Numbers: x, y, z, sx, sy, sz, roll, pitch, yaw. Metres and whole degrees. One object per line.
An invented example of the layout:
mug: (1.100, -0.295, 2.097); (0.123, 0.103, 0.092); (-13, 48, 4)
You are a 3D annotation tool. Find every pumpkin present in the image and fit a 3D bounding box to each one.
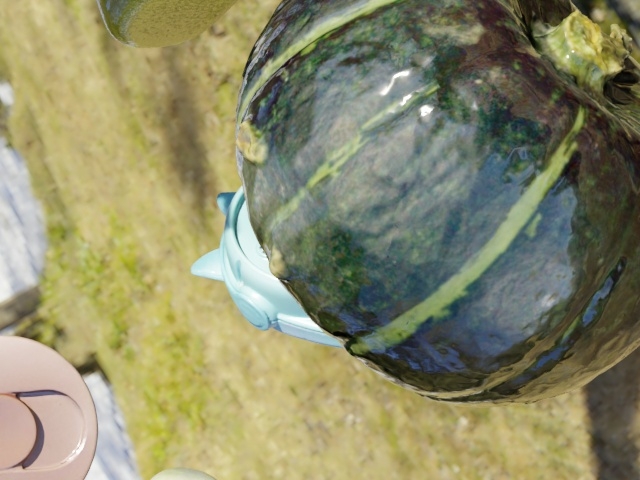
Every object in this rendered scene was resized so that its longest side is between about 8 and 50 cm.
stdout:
pumpkin: (0.095, -0.047, 0.832); (0.323, 0.323, 0.241); (52, 124, 10)

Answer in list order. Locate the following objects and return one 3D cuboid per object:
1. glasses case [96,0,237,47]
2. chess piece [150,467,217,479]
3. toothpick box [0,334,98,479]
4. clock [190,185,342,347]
glasses case: (-0.144, -0.344, 1.381); (0.371, 0.173, 0.141); (-32, 74, 52)
chess piece: (-0.161, 0.363, 1.346); (0.133, 0.133, 0.243); (6, 85, 54)
toothpick box: (-0.181, 0.104, 0.699); (0.098, 0.098, 0.149); (59, 160, -4)
clock: (0.000, 0.000, 1.363); (0.274, 0.223, 0.094); (6, 144, 12)
